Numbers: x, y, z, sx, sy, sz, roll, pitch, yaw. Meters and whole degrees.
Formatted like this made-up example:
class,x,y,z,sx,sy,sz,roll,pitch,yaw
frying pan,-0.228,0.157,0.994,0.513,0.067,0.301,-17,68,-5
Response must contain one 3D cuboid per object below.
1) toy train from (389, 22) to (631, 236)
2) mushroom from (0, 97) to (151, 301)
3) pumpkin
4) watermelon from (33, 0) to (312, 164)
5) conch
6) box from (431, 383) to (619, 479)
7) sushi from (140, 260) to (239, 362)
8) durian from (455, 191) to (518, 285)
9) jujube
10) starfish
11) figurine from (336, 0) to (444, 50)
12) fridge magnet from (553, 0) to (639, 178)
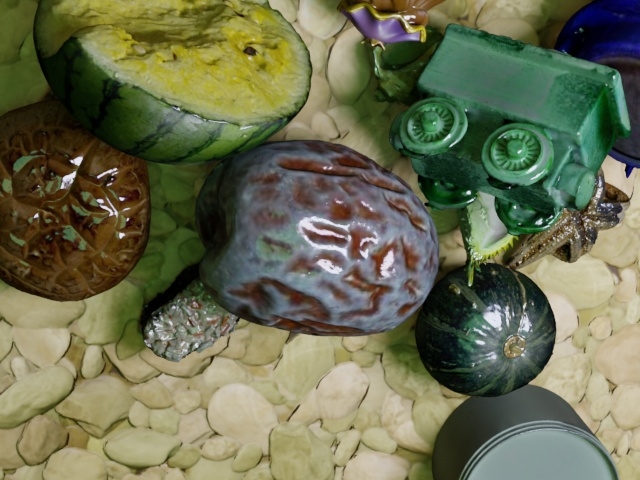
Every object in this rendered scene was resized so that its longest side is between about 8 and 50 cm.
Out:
class,x,y,z,sx,sy,sz,roll,pitch,yaw
toy train,0.218,-0.128,1.671,0.202,0.266,0.145,-57,149,-19
mushroom,-0.319,-0.048,1.698,0.253,0.153,0.253,1,105,2
pumpkin,0.214,0.118,1.817,0.190,0.146,0.190,-2,104,-10
watermelon,-0.185,-0.203,1.617,0.331,0.330,0.189,31,132,-15
conch,0.105,-0.220,1.746,0.089,0.074,0.121,38,101,-27
box,0.275,0.324,1.882,0.226,0.149,0.226,-2,106,-8
sushi,-0.159,0.089,1.791,0.150,0.078,0.090,-37,107,2
durian,0.196,-0.031,1.776,0.086,0.215,0.100,-29,146,33
jujube,0.001,0.008,1.696,0.308,0.215,0.246,8,133,-27
starfish,0.307,-0.038,1.831,0.190,0.074,0.146,-43,112,7
figurine,0.108,-0.355,1.673,0.189,0.142,0.263,33,95,8
fridge magnet,0.405,-0.185,1.718,0.265,0.265,0.112,47,56,-17
